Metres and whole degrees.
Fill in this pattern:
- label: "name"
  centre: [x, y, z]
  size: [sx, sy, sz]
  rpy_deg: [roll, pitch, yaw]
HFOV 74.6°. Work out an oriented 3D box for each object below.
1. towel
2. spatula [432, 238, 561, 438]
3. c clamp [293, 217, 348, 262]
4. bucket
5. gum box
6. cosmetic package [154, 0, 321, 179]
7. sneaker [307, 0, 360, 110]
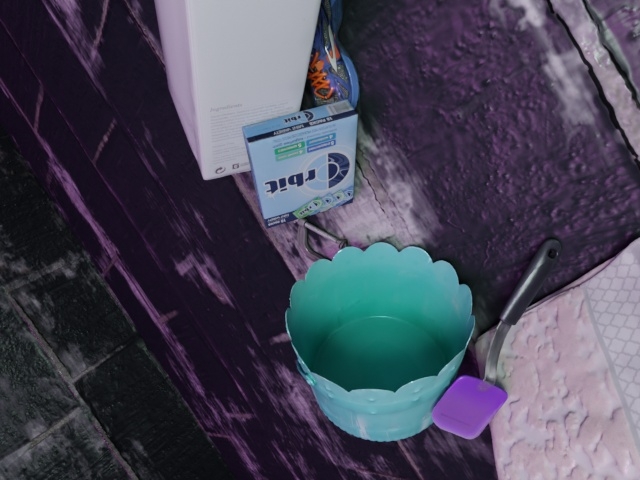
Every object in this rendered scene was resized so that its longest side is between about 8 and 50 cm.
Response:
- label: "towel"
  centre: [0.301, 0.204, 0.468]
  size: [0.053, 0.332, 0.317]
  rpy_deg: [17, 138, -12]
- label: "spatula"
  centre: [0.240, 0.132, 0.557]
  size: [0.084, 0.297, 0.030]
  rpy_deg: [23, -176, -11]
- label: "c clamp"
  centre: [0.000, 0.000, 0.827]
  size: [0.160, 0.022, 0.137]
  rpy_deg: [33, 135, 24]
- label: "bucket"
  centre: [0.090, 0.156, 0.661]
  size: [0.281, 0.281, 0.183]
  rpy_deg: [24, 140, 31]
- label: "gum box"
  centre: [-0.025, -0.109, 0.641]
  size: [0.185, 0.156, 0.041]
  rpy_deg: [86, 162, -54]
- label: "cosmetic package"
  centre: [-0.119, -0.281, 0.538]
  size: [0.218, 0.156, 0.385]
  rpy_deg: [65, 158, 18]
- label: "sneaker"
  centre: [-0.008, -0.266, 0.601]
  size: [0.083, 0.087, 0.222]
  rpy_deg: [5, 120, 43]
